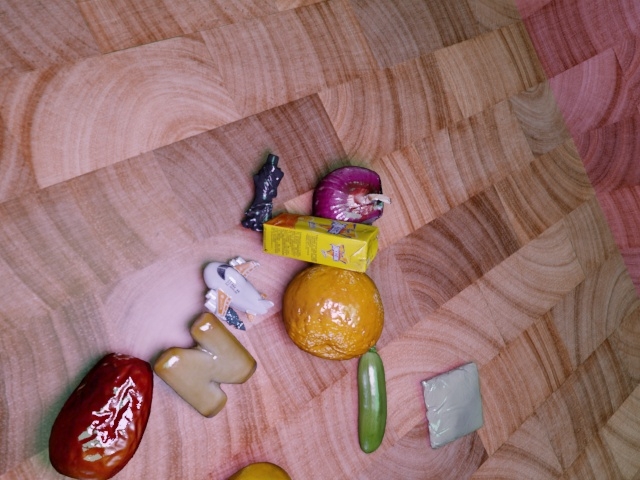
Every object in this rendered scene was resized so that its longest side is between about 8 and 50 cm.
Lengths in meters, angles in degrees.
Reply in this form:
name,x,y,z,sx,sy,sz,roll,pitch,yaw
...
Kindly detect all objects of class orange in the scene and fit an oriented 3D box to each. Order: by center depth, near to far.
name,x,y,z,sx,sy,sz,roll,pitch,yaw
orange,-0.190,0.805,1.272,0.235,0.279,0.279,-8,86,8
orange,0.043,0.224,1.419,0.341,0.340,0.293,32,46,-18

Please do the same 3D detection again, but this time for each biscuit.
name,x,y,z,sx,sy,sz,roll,pitch,yaw
biscuit,-0.339,0.386,1.318,0.237,0.062,0.290,-45,123,-25

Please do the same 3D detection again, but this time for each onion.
name,x,y,z,sx,sy,sz,roll,pitch,yaw
onion,0.084,-0.140,1.540,0.231,0.272,0.256,-2,54,-12

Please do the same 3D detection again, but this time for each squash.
name,x,y,z,sx,sy,sz,roll,pitch,yaw
squash,0.187,0.569,1.558,0.107,0.107,0.394,5,81,-24

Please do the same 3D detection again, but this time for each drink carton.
name,x,y,z,sx,sy,sz,roll,pitch,yaw
drink carton,0.000,0.000,1.399,0.154,0.351,0.111,-43,140,-60

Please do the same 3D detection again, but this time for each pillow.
name,x,y,z,sx,sy,sz,roll,pitch,yaw
pillow,0.529,0.654,1.723,0.274,0.076,0.280,-11,94,-23

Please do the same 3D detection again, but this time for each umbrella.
name,x,y,z,sx,sy,sz,roll,pitch,yaw
umbrella,-0.193,-0.162,1.470,0.110,0.122,0.272,11,87,-1

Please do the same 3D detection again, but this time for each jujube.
name,x,y,z,sx,sy,sz,roll,pitch,yaw
jujube,-0.580,0.471,1.162,0.223,0.223,0.318,26,64,-20

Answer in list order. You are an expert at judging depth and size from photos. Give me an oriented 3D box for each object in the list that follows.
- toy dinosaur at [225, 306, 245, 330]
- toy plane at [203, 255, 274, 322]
name,x,y,z,sx,sy,sz,roll,pitch,yaw
toy dinosaur,-0.301,0.243,1.402,0.154,0.055,0.049,46,71,-15
toy plane,-0.264,0.154,1.369,0.245,0.117,0.244,21,54,-32
